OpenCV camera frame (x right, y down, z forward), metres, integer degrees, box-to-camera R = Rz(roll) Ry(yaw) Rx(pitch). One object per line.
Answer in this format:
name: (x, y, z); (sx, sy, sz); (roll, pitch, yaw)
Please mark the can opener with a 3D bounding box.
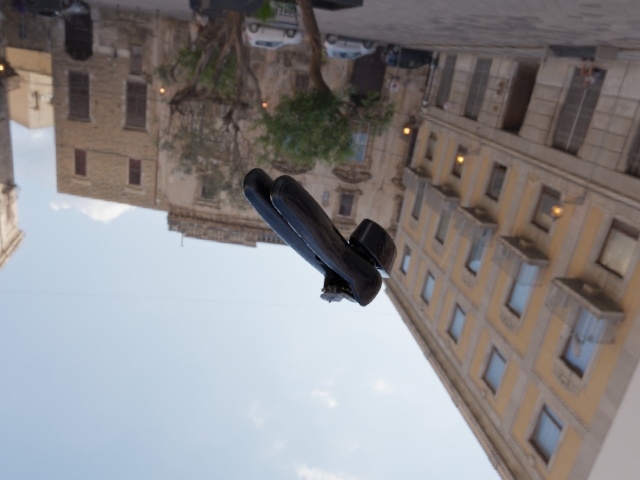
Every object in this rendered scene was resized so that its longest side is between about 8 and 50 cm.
can opener: (0.000, 0.000, 0.397); (0.059, 0.073, 0.186); (5, 159, 37)
